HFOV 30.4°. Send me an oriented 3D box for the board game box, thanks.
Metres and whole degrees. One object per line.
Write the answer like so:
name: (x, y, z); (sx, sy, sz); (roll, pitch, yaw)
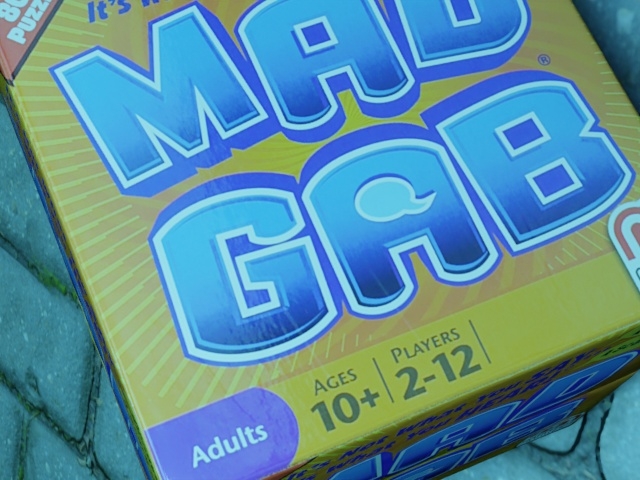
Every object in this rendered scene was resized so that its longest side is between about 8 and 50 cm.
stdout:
board game box: (0.000, 0.000, 0.863); (0.356, 0.356, 0.356); (102, 145, -68)
